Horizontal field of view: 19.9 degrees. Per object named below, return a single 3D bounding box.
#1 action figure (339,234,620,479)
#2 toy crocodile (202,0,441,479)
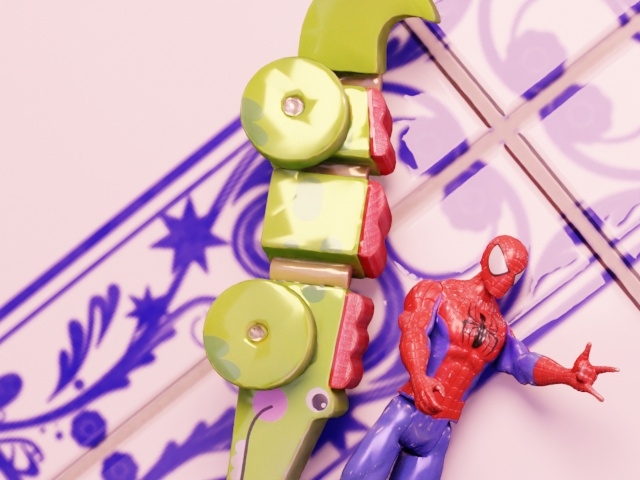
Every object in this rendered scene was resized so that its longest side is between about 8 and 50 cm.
[{"bbox_3d":[0.068,0.126,1.070,0.091,0.139,0.280,29,83,-23],"label":"action figure"},{"bbox_3d":[0.000,0.000,1.111,0.105,0.115,0.341,8,82,10],"label":"toy crocodile"}]
